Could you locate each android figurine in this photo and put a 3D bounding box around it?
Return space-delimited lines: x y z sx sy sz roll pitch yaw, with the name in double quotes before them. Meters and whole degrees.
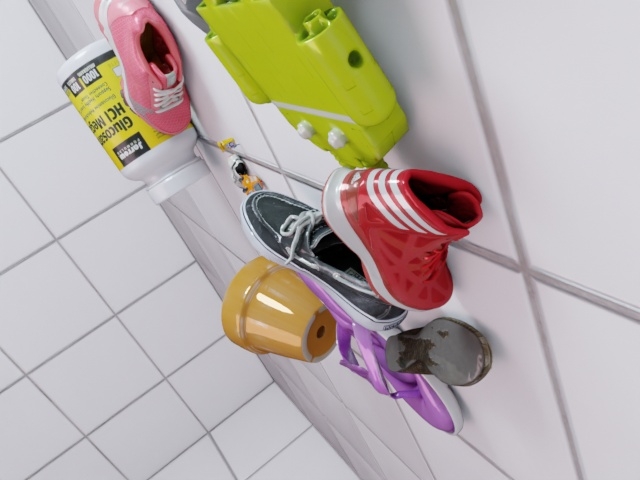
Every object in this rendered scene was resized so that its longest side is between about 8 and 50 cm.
"android figurine" -0.021 -0.157 0.520 0.273 0.056 0.248 49 169 -35

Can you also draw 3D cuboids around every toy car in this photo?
"toy car" -0.139 -0.128 1.026 0.122 0.041 0.060 62 -177 -33

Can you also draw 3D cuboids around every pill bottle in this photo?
"pill bottle" -0.389 -0.252 1.215 0.333 0.188 0.188 58 164 -12

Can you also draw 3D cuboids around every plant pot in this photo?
"plant pot" -0.063 0.153 1.142 0.188 0.205 0.205 20 145 38

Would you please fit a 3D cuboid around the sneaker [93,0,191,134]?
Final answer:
"sneaker" -0.298 -0.293 1.011 0.136 0.116 0.313 43 160 31

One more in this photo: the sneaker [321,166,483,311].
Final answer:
"sneaker" 0.106 0.010 0.546 0.128 0.086 0.221 2 152 43

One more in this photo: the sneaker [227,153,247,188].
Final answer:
"sneaker" -0.156 -0.127 1.092 0.037 0.032 0.083 42 160 38

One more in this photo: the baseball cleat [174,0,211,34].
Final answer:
"baseball cleat" -0.136 -0.314 0.597 0.109 0.072 0.205 16 143 55

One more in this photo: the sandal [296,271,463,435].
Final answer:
"sandal" 0.065 0.175 0.954 0.416 0.102 0.169 48 163 21

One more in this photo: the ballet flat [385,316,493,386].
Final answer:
"ballet flat" 0.158 0.148 0.743 0.250 0.058 0.084 142 127 -69

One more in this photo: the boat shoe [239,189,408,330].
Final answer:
"boat shoe" -0.003 0.003 0.789 0.306 0.113 0.104 42 154 28
